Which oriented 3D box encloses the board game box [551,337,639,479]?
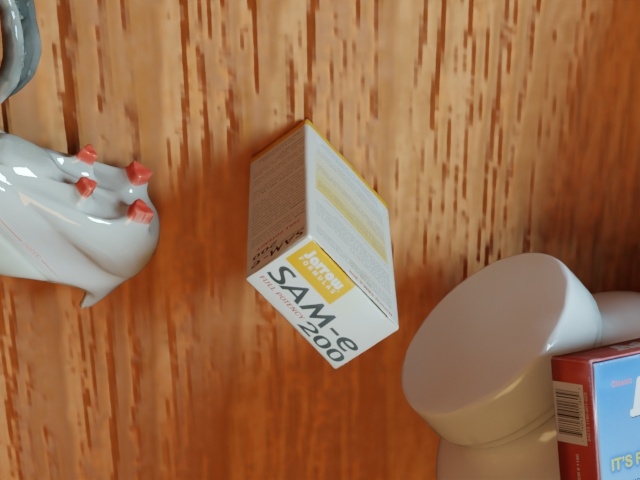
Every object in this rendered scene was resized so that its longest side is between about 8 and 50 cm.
[{"bbox_3d":[0.217,0.098,0.742,0.281,0.027,0.145,-8,97,-33],"label":"board game box"}]

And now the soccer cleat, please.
[{"bbox_3d":[-0.163,-0.028,0.751,0.196,0.068,0.076,27,121,-20],"label":"soccer cleat"}]

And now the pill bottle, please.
[{"bbox_3d":[0.153,0.124,0.805,0.146,0.146,0.264,-35,117,20],"label":"pill bottle"}]

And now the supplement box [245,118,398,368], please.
[{"bbox_3d":[0.000,0.000,0.750,0.036,0.098,0.062,-34,117,19],"label":"supplement box"}]

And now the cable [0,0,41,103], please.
[{"bbox_3d":[-0.172,-0.148,0.631,0.139,0.072,0.287,4,109,-4],"label":"cable"}]
